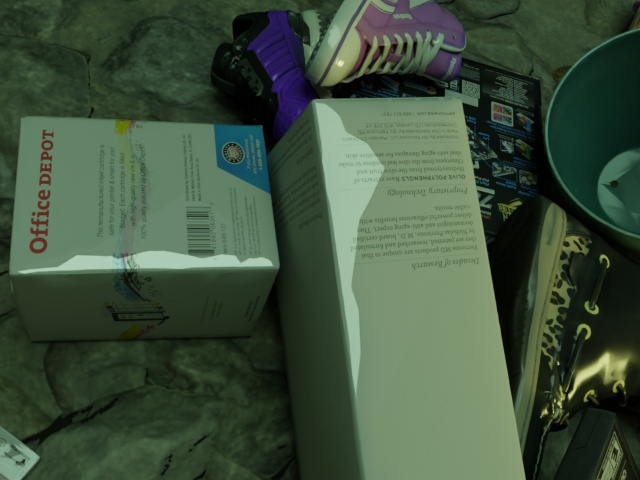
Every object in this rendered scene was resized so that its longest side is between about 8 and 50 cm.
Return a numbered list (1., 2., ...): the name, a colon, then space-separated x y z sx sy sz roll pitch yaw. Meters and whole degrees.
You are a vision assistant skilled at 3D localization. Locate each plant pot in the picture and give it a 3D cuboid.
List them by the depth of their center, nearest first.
1. plant pot: 0.439 -0.100 0.888 0.290 0.195 0.290 -5 69 14

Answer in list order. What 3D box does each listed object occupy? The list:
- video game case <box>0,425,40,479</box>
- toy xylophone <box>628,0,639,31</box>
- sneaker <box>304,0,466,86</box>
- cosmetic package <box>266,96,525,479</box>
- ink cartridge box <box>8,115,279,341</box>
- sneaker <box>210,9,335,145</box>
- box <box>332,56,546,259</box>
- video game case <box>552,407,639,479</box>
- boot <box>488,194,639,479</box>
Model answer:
1. video game case: -0.329 0.220 0.615 0.087 0.011 0.122 35 57 5
2. toy xylophone: 0.677 -0.336 1.182 0.323 0.081 0.236 32 57 3
3. sneaker: 0.099 -0.244 0.854 0.161 0.102 0.282 37 47 1
4. cosmetic package: 0.052 0.071 0.646 0.155 0.197 0.365 -5 82 -20
5. ink cartridge box: -0.177 -0.006 0.694 0.233 0.168 0.171 1 60 -16
6. sneaker: -0.068 -0.188 0.876 0.146 0.102 0.293 4 53 -14
7. box: 0.155 -0.130 0.919 0.296 0.073 0.293 13 59 -9
8. video game case: 0.237 0.336 0.610 0.275 0.035 0.248 -50 123 -32
9. boot: 0.303 0.164 0.753 0.284 0.138 0.377 22 65 -11
